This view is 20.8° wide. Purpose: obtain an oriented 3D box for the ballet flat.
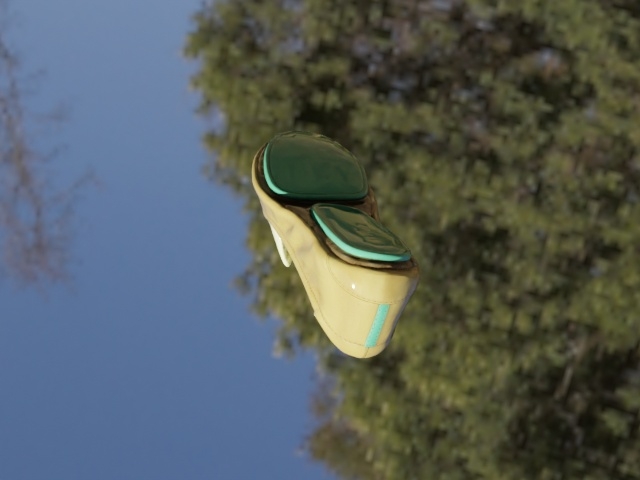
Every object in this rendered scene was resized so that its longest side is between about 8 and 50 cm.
[{"bbox_3d":[0.000,0.000,1.073,0.080,0.073,0.232,5,-159,-14],"label":"ballet flat"}]
